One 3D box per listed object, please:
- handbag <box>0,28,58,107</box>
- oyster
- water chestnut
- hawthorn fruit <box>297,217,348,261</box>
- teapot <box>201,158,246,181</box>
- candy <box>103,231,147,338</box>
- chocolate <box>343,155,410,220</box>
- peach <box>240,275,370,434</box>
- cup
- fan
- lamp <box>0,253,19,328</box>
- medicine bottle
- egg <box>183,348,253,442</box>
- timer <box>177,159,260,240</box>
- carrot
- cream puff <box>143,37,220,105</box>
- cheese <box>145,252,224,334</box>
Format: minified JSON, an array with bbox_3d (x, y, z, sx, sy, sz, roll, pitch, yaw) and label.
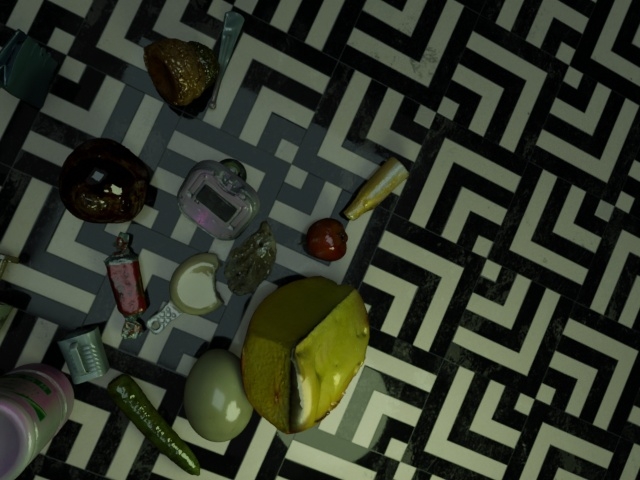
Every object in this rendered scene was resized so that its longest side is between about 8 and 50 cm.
[{"bbox_3d":[-0.723,-0.419,1.308,0.057,0.221,0.144,27,88,-8],"label":"handbag"},{"bbox_3d":[-0.186,0.061,1.484,0.209,0.072,0.133,-43,94,-5],"label":"oyster"},{"bbox_3d":[-0.552,-0.154,1.366,0.223,0.238,0.224,-15,134,-16],"label":"water chestnut"},{"bbox_3d":[0.013,-0.002,1.491,0.140,0.125,0.125,-3,91,-12],"label":"hawthorn fruit"},{"bbox_3d":[-0.263,-0.181,1.456,0.124,0.091,0.092,-9,91,-10],"label":"teapot"},{"bbox_3d":[-0.521,0.122,1.432,0.086,0.059,0.293,-11,94,-11],"label":"candy"},{"bbox_3d":[0.154,-0.144,1.541,0.219,0.085,0.086,-43,97,-3],"label":"chocolate"},{"bbox_3d":[-0.052,0.302,1.407,0.380,0.242,0.306,-49,132,-40],"label":"peach"},{"bbox_3d":[-0.616,0.297,1.384,0.095,0.128,0.130,-18,96,-11],"label":"cup"},{"bbox_3d":[-0.266,-0.501,1.487,0.057,0.023,0.282,12,89,-18],"label":"fan"},{"bbox_3d":[-0.837,0.138,1.349,0.121,0.121,0.215,15,79,-10],"label":"lamp"},{"bbox_3d":[-0.738,0.427,1.264,0.211,0.325,0.212,0,91,-9],"label":"medicine bottle"},{"bbox_3d":[-0.268,0.410,1.414,0.185,0.186,0.242,1,88,-10],"label":"egg"},{"bbox_3d":[-0.276,-0.102,1.423,0.208,0.069,0.191,38,124,-7],"label":"timer"},{"bbox_3d":[-0.446,0.510,1.447,0.074,0.074,0.359,-38,100,-7],"label":"carrot"},{"bbox_3d":[-0.353,-0.464,1.415,0.169,0.183,0.183,-37,97,-28],"label":"cream puff"},{"bbox_3d":[-0.374,0.140,1.452,0.248,0.071,0.164,-22,94,-8],"label":"cheese"}]
